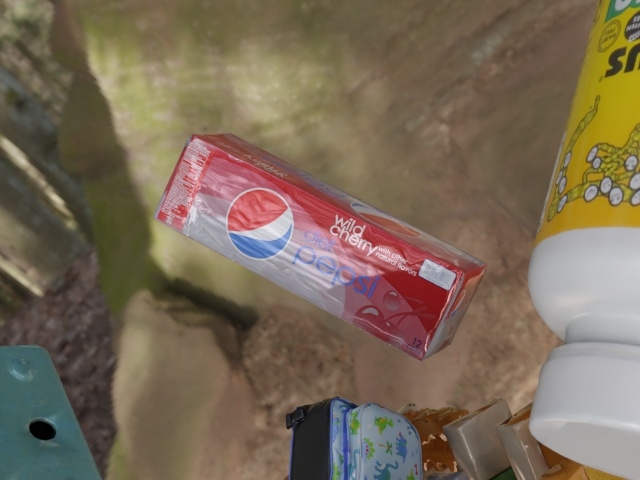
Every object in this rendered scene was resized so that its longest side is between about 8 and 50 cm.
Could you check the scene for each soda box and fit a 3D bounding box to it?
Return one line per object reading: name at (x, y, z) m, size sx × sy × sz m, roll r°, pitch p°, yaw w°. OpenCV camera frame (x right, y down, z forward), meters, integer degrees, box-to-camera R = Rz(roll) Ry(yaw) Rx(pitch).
soda box at (0.000, 0.000, 1.121) m, size 0.263 × 0.092 × 0.083 m, roll 28°, pitch 103°, yaw 15°

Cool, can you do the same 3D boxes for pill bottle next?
pill bottle at (0.148, -0.013, 0.525) m, size 0.118 × 0.118 × 0.208 m, roll -2°, pitch 63°, yaw 47°

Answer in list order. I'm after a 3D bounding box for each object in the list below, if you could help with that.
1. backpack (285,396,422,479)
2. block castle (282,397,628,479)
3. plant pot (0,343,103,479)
backpack at (0.036, 0.186, 1.098) m, size 0.084 × 0.114 × 0.105 m, roll -16°, pitch 63°, yaw 36°
block castle at (0.096, 0.273, 1.028) m, size 0.303 × 0.212 × 0.453 m, roll -25°, pitch 4°, yaw -27°
plant pot at (-0.197, 0.167, 0.646) m, size 0.234 × 0.166 × 0.165 m, roll -59°, pitch 47°, yaw 34°
